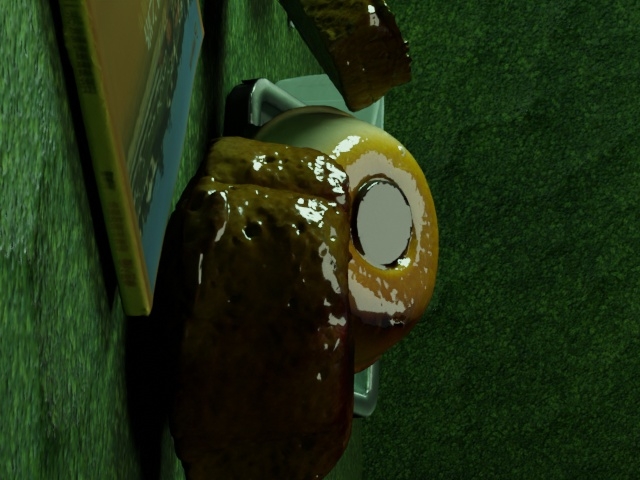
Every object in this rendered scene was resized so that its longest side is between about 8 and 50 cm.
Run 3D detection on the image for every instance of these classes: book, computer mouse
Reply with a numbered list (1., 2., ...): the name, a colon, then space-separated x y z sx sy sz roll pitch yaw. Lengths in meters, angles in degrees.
1. book: -0.110 -0.176 1.037 0.374 0.028 0.262 86 6 -46
2. computer mouse: 0.002 -0.103 1.912 0.231 0.128 0.079 -76 166 -56

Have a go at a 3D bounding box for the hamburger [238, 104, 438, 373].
1. hamburger: 0.003 0.002 1.510 0.237 0.147 0.236 11 75 -46

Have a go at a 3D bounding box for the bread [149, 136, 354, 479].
1. bread: -0.045 0.045 1.233 0.232 0.135 0.246 -90 179 -51

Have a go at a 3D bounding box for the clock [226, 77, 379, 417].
1. clock: -0.019 0.015 1.681 0.279 0.049 0.273 28 60 -58

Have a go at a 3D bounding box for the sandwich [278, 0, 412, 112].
1. sandwich: -0.007 -0.220 1.491 0.214 0.065 0.186 59 -2 14

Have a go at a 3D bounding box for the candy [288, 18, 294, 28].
1. candy: -0.020 -0.330 2.114 0.043 0.045 0.175 39 -40 51
